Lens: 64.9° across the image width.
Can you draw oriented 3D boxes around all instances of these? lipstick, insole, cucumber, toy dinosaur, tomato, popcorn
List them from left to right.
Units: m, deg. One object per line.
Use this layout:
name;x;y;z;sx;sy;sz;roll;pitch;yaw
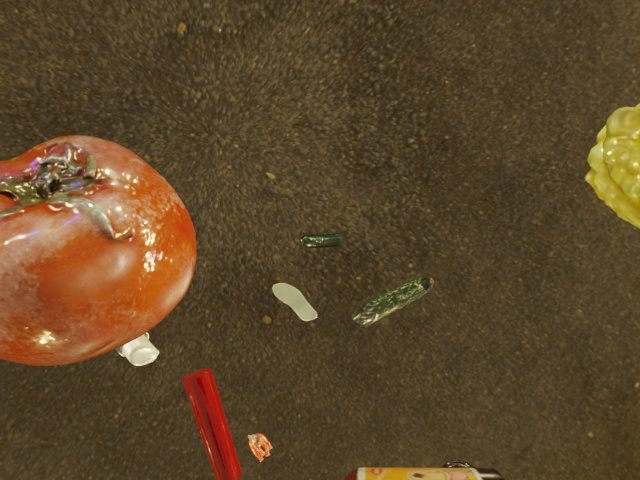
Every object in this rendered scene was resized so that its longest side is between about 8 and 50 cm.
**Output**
tomato;-0.240;0.016;0.491;0.232;0.231;0.188;-15;137;-8
lipstick;-0.262;0.455;1.231;0.073;0.073;0.279;-17;92;-8
toy dinosaur;-0.207;0.676;1.670;0.055;0.279;0.101;-27;70;-26
insole;-0.057;0.129;1.083;0.053;0.153;0.002;-19;125;-25
cucumber;0.000;0.000;1.041;0.032;0.133;0.032;1;91;31
cucumber;0.216;0.174;1.474;0.067;0.067;0.294;43;125;-16
popcorn;0.520;-0.111;0.748;0.255;0.256;0.194;32;113;-1

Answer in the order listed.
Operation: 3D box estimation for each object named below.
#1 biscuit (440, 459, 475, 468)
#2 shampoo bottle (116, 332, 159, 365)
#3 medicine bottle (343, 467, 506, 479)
biscuit;0.264;0.467;0.968;0.087;0.089;0.027;-10;128;24
shampoo bottle;-0.321;0.118;0.770;0.074;0.192;0.073;-33;144;-29
medicine bottle;0.018;0.369;0.518;0.396;0.242;0.242;-6;103;2
